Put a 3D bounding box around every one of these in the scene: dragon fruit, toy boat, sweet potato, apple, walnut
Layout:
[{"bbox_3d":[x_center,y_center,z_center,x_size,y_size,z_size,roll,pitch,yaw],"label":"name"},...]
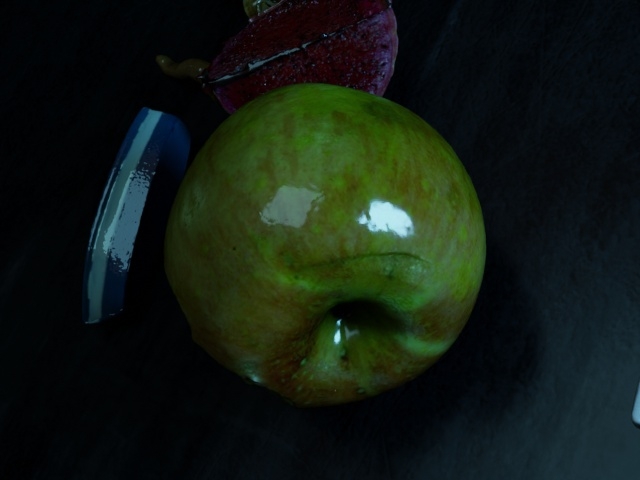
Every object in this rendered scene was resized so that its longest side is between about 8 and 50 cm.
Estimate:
[{"bbox_3d":[-0.018,-0.222,1.380,0.261,0.163,0.189,-19,97,10],"label":"dragon fruit"},{"bbox_3d":[-0.240,-0.028,1.409,0.061,0.096,0.299,9,71,18],"label":"toy boat"},{"bbox_3d":[-0.165,-0.234,1.509,0.179,0.044,0.044,12,70,29],"label":"sweet potato"},{"bbox_3d":[0.000,0.000,1.149,0.339,0.339,0.340,-10,61,19],"label":"apple"},{"bbox_3d":[-0.051,-0.321,1.495,0.091,0.052,0.121,-49,54,-4],"label":"walnut"}]

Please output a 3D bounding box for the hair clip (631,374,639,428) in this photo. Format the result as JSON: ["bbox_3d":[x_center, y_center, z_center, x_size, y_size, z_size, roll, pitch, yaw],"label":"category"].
[{"bbox_3d":[0.457,0.179,0.988,0.330,0.101,0.085,11,73,31],"label":"hair clip"}]
